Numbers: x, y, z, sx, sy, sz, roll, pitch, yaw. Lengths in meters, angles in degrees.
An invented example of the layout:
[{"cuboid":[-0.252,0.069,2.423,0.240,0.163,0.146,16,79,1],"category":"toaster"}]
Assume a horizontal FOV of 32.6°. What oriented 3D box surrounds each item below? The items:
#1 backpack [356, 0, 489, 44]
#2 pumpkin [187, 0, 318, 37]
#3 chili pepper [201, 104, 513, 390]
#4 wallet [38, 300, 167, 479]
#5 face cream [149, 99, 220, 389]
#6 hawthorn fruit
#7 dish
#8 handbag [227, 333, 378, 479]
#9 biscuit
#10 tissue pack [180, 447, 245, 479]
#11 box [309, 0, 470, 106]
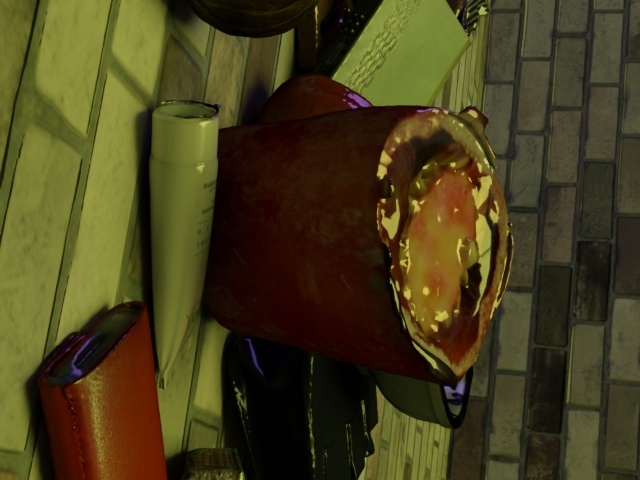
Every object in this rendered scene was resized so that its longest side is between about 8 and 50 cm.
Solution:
[{"cuboid":[0.157,-0.378,1.636,0.317,0.197,0.283,-15,104,-77],"category":"backpack"},{"cuboid":[-0.059,-0.283,0.948,0.219,0.162,0.218,-161,-90,-84],"category":"pumpkin"},{"cuboid":[0.000,0.000,1.021,0.251,0.306,0.229,59,43,-44],"category":"chili pepper"},{"cuboid":[-0.161,0.165,0.845,0.142,0.045,0.204,-55,145,-63],"category":"wallet"},{"cuboid":[-0.122,0.002,0.951,0.092,0.058,0.243,-61,157,-68],"category":"face cream"},{"cuboid":[0.023,-0.096,1.204,0.157,0.194,0.156,14,90,-80],"category":"hawthorn fruit"},{"cuboid":[0.106,0.086,1.307,0.303,0.120,0.302,-3,90,-75],"category":"dish"},{"cuboid":[-0.010,0.192,1.295,0.326,0.118,0.269,-37,122,-70],"category":"handbag"},{"cuboid":[0.016,-0.229,1.434,0.301,0.043,0.278,71,27,-56],"category":"biscuit"},{"cuboid":[-0.100,0.248,0.983,0.148,0.060,0.108,149,-56,-82],"category":"tissue pack"},{"cuboid":[0.075,-0.208,1.382,0.270,0.045,0.211,-59,138,-11],"category":"box"}]
